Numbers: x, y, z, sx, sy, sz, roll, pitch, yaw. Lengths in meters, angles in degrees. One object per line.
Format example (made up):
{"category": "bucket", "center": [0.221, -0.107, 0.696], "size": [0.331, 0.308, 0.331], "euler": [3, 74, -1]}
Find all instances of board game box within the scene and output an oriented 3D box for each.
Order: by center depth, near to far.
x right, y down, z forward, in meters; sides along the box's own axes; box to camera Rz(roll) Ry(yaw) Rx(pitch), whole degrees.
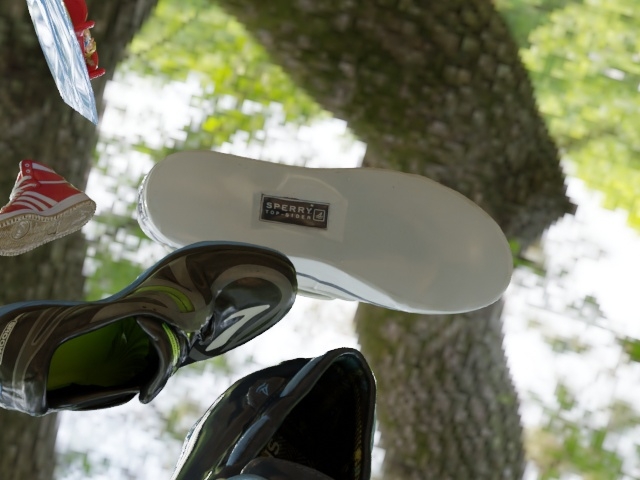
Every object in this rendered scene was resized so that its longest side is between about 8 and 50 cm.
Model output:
{"category": "board game box", "center": [-0.201, -0.170, 1.367], "size": [0.033, 0.133, 0.169], "euler": [-21, -159, -16]}

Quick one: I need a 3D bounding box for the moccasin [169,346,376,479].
{"category": "moccasin", "center": [-0.032, 0.159, 0.911], "size": [0.138, 0.117, 0.342], "euler": [42, -156, -22]}

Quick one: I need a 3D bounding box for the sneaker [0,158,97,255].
{"category": "sneaker", "center": [-0.245, -0.028, 1.360], "size": [0.067, 0.042, 0.118], "euler": [40, -147, 23]}

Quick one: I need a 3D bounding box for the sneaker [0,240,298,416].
{"category": "sneaker", "center": [-0.085, 0.051, 0.845], "size": [0.188, 0.067, 0.078], "euler": [-17, -151, -37]}

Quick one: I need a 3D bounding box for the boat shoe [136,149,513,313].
{"category": "boat shoe", "center": [0.000, 0.000, 1.185], "size": [0.267, 0.096, 0.088], "euler": [7, 169, -12]}
